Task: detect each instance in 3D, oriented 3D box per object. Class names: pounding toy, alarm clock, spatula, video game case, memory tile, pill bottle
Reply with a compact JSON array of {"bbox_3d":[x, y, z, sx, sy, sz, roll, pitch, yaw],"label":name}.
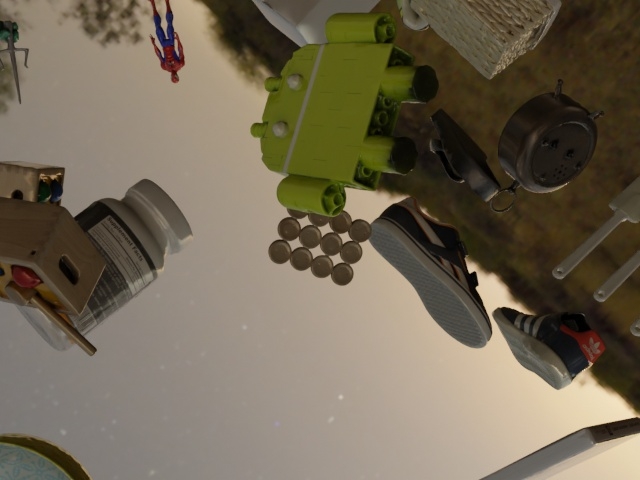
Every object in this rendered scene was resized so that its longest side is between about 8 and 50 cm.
[{"bbox_3d":[-0.301,0.038,1.034,0.130,0.100,0.141,9,149,20],"label":"pounding toy"},{"bbox_3d":[0.293,-0.111,1.294,0.129,0.192,0.064,23,-158,-39],"label":"alarm clock"},{"bbox_3d":[0.430,0.017,1.281,0.168,0.242,0.019,40,147,20],"label":"spatula"},{"bbox_3d":[0.239,0.241,1.045,0.173,0.190,0.022,9,-127,-55],"label":"video game case"},{"bbox_3d":[-0.485,-0.039,1.652,0.094,0.181,0.206,8,-174,4],"label":"pounding toy"},{"bbox_3d":[0.000,0.000,1.497,0.148,0.113,0.012,21,-178,-21],"label":"memory tile"},{"bbox_3d":[-0.350,0.033,1.541,0.162,0.278,0.162,41,157,22],"label":"pill bottle"}]

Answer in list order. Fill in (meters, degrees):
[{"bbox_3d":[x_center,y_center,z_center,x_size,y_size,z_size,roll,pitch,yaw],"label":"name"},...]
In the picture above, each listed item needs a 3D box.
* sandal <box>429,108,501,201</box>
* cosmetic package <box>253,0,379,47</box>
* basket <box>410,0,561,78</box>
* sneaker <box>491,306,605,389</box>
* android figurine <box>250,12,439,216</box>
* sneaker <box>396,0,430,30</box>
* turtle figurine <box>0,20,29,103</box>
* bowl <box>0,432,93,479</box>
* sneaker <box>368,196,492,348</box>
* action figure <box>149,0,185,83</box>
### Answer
[{"bbox_3d":[0.175,-0.111,1.277,0.097,0.054,0.254,44,-165,-11],"label":"sandal"},{"bbox_3d":[0.040,-0.590,2.074,0.197,0.365,0.155,45,-178,31],"label":"cosmetic package"},{"bbox_3d":[0.208,-0.308,1.264,0.167,0.103,0.113,46,166,10],"label":"basket"},{"bbox_3d":[0.480,0.198,2.040,0.131,0.148,0.350,57,177,-19],"label":"sneaker"},{"bbox_3d":[0.015,-0.151,1.156,0.056,0.248,0.273,20,177,-43],"label":"android figurine"},{"bbox_3d":[0.203,-0.505,1.564,0.145,0.147,0.384,10,143,6],"label":"sneaker"},{"bbox_3d":[-0.435,-0.238,1.071,0.234,0.118,0.175,66,-156,-11],"label":"turtle figurine"},{"bbox_3d":[-0.449,0.411,1.488,0.289,0.289,0.156,44,-165,-1],"label":"bowl"},{"bbox_3d":[0.236,0.054,1.848,0.321,0.127,0.126,50,149,-8],"label":"sneaker"},{"bbox_3d":[-0.202,-0.264,1.277,0.030,0.038,0.115,-80,-21,-80],"label":"action figure"}]
